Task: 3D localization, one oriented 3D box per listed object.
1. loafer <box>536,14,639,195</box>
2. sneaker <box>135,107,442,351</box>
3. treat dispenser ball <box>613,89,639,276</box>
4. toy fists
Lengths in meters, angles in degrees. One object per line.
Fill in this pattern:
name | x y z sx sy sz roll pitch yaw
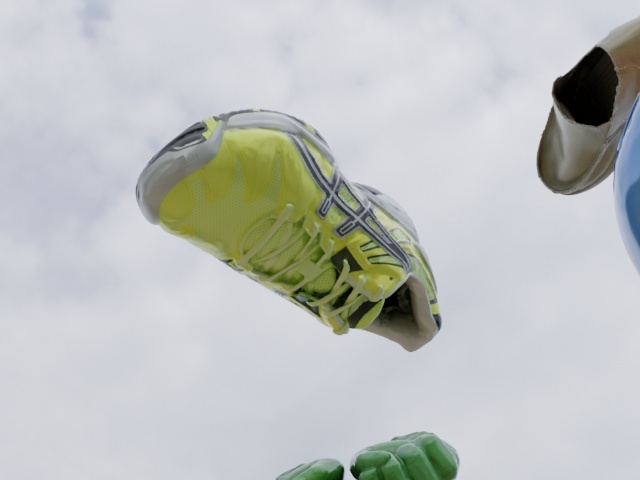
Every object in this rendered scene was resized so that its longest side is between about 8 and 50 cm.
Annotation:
loafer | 0.293 -0.143 1.032 0.092 0.102 0.268 -13 -31 -22
sneaker | 0.000 0.000 0.872 0.145 0.147 0.384 -46 -38 20
treat dispenser ball | 0.370 -0.043 0.705 0.288 0.288 0.288 2 -58 3
toy fists | 0.042 0.314 1.196 0.279 0.142 0.096 -17 -87 6
